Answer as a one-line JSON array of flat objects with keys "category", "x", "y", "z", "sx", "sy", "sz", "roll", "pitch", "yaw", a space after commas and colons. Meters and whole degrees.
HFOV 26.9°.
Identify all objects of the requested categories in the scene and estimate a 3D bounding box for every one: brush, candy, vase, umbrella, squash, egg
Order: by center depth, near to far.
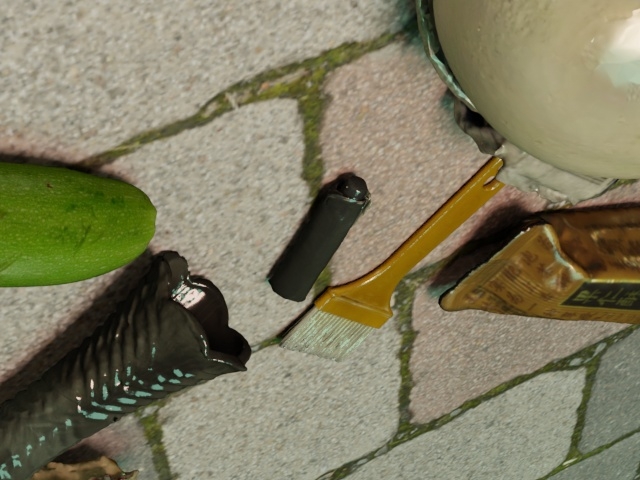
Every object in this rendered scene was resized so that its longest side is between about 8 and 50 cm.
[{"category": "squash", "x": -0.218, "y": -0.012, "z": 0.830, "sx": 0.292, "sy": 0.082, "sz": 0.082, "roll": 4, "pitch": 133, "yaw": -44}, {"category": "egg", "x": 0.211, "y": -0.134, "z": 0.840, "sx": 0.286, "sy": 0.174, "sz": 0.264, "roll": 16, "pitch": 123, "yaw": -14}, {"category": "vase", "x": -0.179, "y": 0.117, "z": 1.030, "sx": 0.237, "sy": 0.115, "sz": 0.115, "roll": -35, "pitch": 148, "yaw": 9}, {"category": "umbrella", "x": -0.001, "y": 0.000, "z": 1.083, "sx": 0.036, "sy": 0.031, "sz": 0.133, "roll": -2, "pitch": 137, "yaw": -42}, {"category": "brush", "x": 0.081, "y": 0.013, "z": 1.190, "sx": 0.272, "sy": 0.013, "sz": 0.103, "roll": -44, "pitch": 147, "yaw": 18}, {"category": "candy", "x": 0.248, "y": 0.023, "z": 1.273, "sx": 0.271, "sy": 0.101, "sz": 0.143, "roll": -1, "pitch": 143, "yaw": -32}]

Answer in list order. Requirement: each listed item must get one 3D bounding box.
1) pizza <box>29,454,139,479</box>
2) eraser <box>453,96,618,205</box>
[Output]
[{"category": "pizza", "x": -0.395, "y": 0.309, "z": 1.127, "sx": 0.435, "sy": 0.080, "sz": 0.392, "roll": -47, "pitch": 146, "yaw": 20}, {"category": "eraser", "x": 0.252, "y": -0.174, "z": 0.998, "sx": 0.155, "sy": 0.101, "sz": 0.332, "roll": 14, "pitch": 125, "yaw": -47}]
